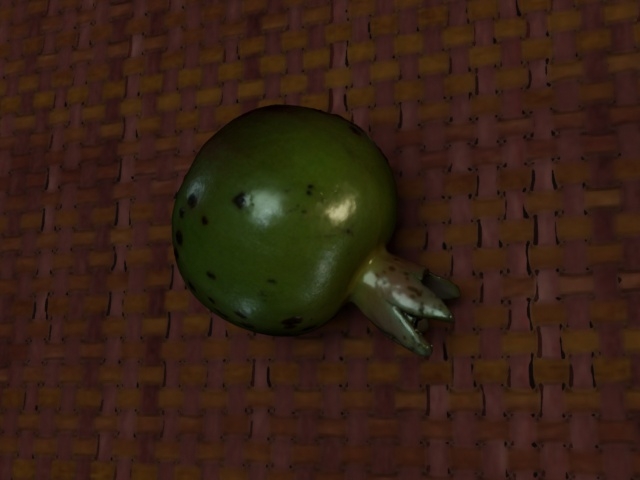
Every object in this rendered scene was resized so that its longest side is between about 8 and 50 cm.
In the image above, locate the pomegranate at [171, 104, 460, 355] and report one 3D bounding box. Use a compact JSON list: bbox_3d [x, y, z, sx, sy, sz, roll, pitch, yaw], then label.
[{"bbox_3d":[0.002,-0.007,0.456,0.159,0.129,0.129,8,80,4],"label":"pomegranate"}]
